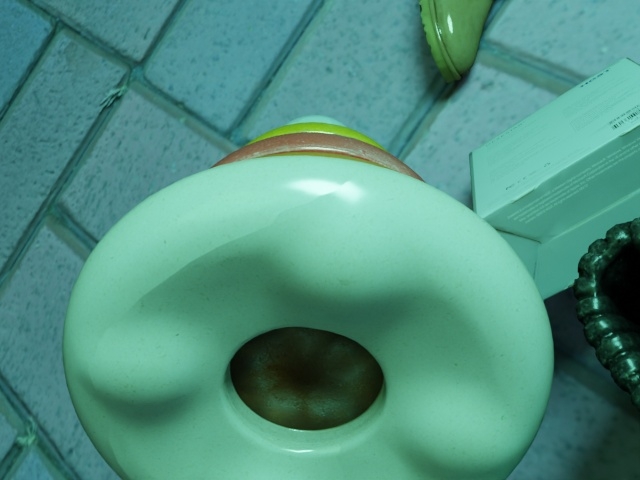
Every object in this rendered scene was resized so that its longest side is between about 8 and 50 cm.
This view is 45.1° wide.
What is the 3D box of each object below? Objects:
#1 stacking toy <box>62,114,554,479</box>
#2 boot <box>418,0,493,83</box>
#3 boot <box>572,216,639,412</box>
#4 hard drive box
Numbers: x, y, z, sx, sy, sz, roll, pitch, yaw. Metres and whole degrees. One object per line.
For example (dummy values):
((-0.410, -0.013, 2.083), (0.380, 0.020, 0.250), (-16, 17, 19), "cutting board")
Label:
((0.000, 0.000, 0.722), (0.351, 0.350, 0.480), (-30, 25, 20), "stacking toy")
((0.244, -0.314, 0.847), (0.270, 0.089, 0.236), (-11, 68, 27), "boot")
((0.342, 0.129, 0.517), (0.348, 0.260, 0.131), (36, 93, 36), "boot")
((0.230, -0.063, 0.677), (0.181, 0.232, 0.089), (-32, 102, 20), "hard drive box")
